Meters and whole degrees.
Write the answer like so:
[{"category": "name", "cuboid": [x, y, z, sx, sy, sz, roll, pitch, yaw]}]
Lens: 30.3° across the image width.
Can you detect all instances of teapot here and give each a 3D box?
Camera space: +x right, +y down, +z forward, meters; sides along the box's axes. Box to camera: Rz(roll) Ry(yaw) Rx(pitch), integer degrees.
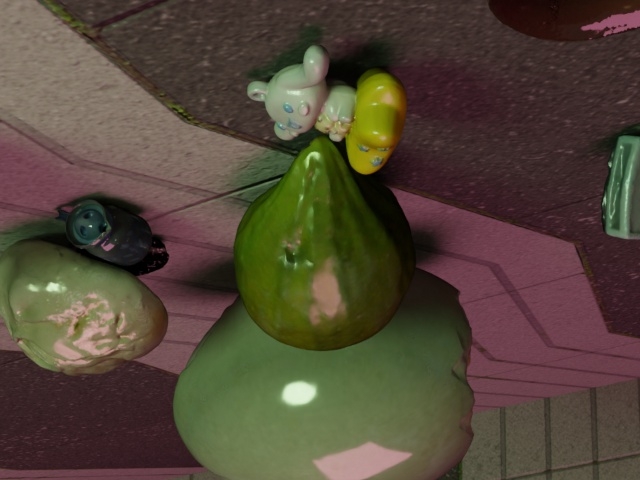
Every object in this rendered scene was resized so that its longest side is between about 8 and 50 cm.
[{"category": "teapot", "cuboid": [-0.192, -0.012, 1.060, 0.049, 0.063, 0.083, -45, 153, 7]}]

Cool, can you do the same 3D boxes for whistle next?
[{"category": "whistle", "cuboid": [0.420, -0.037, 1.096, 0.290, 0.163, 0.163, 0, 161, -30]}]

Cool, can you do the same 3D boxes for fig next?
[{"category": "fig", "cuboid": [0.007, 0.015, 1.041, 0.167, 0.167, 0.233, -7, 171, -5]}]

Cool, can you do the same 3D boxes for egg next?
[{"category": "egg", "cuboid": [0.004, 0.160, 1.317, 0.336, 0.278, 0.278, -5, 164, 6]}]

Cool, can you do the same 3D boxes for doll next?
[{"category": "doll", "cuboid": [0.006, -0.102, 0.841, 0.113, 0.071, 0.135, 6, 161, 15]}]

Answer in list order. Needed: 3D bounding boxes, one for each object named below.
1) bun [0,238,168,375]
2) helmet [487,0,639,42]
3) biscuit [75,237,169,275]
[{"category": "bun", "cuboid": [-0.234, 0.076, 1.122, 0.183, 0.102, 0.183, 19, 161, 7]}, {"category": "helmet", "cuboid": [0.155, -0.172, 0.586, 0.155, 0.106, 0.175, -5, 169, -3]}, {"category": "biscuit", "cuboid": [-0.198, 0.017, 1.168, 0.087, 0.027, 0.089, -16, 162, 23]}]
